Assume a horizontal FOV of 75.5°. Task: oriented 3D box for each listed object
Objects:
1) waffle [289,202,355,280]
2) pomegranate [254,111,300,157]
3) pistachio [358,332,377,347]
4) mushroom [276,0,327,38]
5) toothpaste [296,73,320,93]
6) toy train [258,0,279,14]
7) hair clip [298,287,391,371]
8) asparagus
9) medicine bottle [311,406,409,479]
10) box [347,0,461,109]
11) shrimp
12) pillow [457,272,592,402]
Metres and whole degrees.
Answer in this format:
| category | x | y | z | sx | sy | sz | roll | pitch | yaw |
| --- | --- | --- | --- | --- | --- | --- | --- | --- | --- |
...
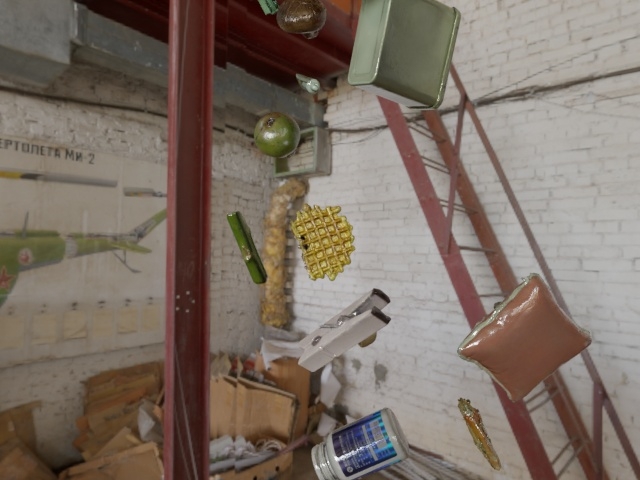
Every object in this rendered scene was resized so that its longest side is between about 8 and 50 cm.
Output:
| category | x | y | z | sx | sy | sz | roll | pitch | yaw |
| --- | --- | --- | --- | --- | --- | --- | --- | --- | --- |
| waffle | 0.000 | 0.001 | 1.594 | 0.283 | 0.310 | 0.065 | 25 | -16 | -7 |
| pomegranate | -0.154 | -0.394 | 1.613 | 0.179 | 0.180 | 0.210 | -1 | -32 | 46 |
| pistachio | 0.185 | 0.384 | 1.864 | 0.126 | 0.223 | 0.152 | -7 | 27 | 22 |
| mushroom | -0.040 | -0.502 | 0.922 | 0.109 | 0.085 | 0.126 | 1 | 37 | -35 |
| toothpaste | -0.032 | -0.384 | 1.016 | 0.031 | 0.049 | 0.204 | -32 | 26 | 2 |
| toy train | -0.170 | -0.751 | 1.289 | 0.038 | 0.093 | 0.056 | -42 | 32 | -14 |
| hair clip | 0.058 | 0.257 | 1.166 | 0.085 | 0.101 | 0.330 | 34 | -56 | -26 |
| asparagus | -0.254 | 0.025 | 1.444 | 0.060 | 0.278 | 0.067 | -5 | 20 | 40 |
| medicine bottle | 0.083 | 0.442 | 0.879 | 0.191 | 0.107 | 0.107 | -27 | -5 | 7 |
| box | 0.296 | -0.675 | 1.455 | 0.343 | 0.353 | 0.177 | 3 | 13 | -37 |
| shrimp | 0.368 | 0.441 | 0.953 | 0.043 | 0.184 | 0.091 | -28 | -4 | 0 |
| pillow | 0.321 | 0.158 | 0.655 | 0.179 | 0.171 | 0.075 | 41 | 9 | -21 |
